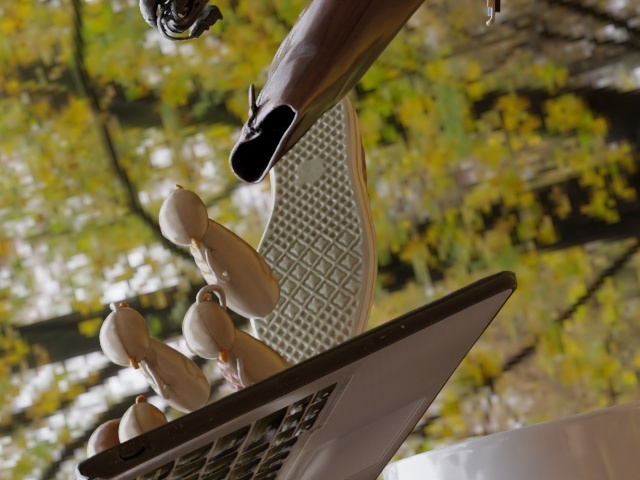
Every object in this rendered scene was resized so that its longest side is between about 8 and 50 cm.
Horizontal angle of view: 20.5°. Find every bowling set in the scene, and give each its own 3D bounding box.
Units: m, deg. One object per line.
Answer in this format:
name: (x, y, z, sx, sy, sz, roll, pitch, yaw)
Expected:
bowling set: (-0.114, 0.124, 1.361, 0.154, 0.200, 0.287, 49, -166, -48)

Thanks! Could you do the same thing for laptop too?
laptop: (-0.054, 0.263, 0.991, 0.236, 0.408, 0.382, 59, 155, 17)

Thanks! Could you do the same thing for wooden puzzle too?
wooden puzzle: (0.175, -0.251, 1.768, 0.116, 0.014, 0.078, -63, -23, -76)

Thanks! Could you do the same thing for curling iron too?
curling iron: (-0.077, -0.277, 1.335, 0.068, 0.035, 0.274, 26, -103, -53)

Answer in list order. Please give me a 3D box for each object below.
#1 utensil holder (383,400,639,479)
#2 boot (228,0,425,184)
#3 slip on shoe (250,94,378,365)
utensil holder: (0.241, 0.358, 1.595, 0.327, 0.327, 0.385, 8, -114, -65)
boot: (0.024, -0.169, 1.454, 0.090, 0.248, 0.207, 34, -131, -6)
slip on shoe: (0.000, 0.000, 1.681, 0.101, 0.123, 0.331, 65, -160, -53)
